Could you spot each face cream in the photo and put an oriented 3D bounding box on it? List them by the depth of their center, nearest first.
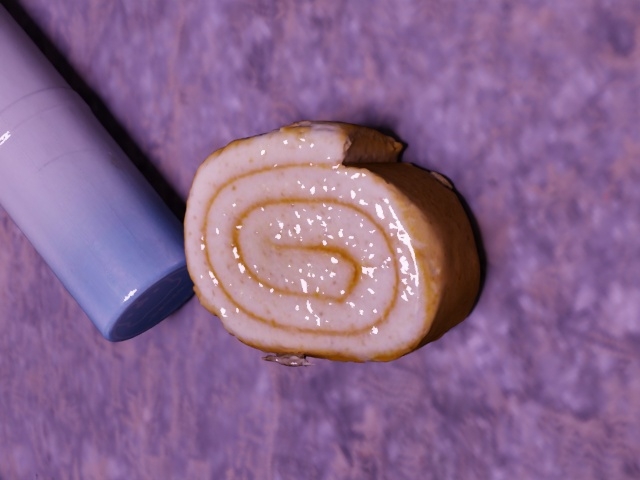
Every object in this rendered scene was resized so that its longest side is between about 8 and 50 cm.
[{"bbox_3d":[-0.168,-0.057,0.623,0.250,0.077,0.077,48,121,13],"label":"face cream"}]

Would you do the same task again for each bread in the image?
[{"bbox_3d":[0.000,0.000,0.534,0.149,0.073,0.122,-1,99,32],"label":"bread"}]
